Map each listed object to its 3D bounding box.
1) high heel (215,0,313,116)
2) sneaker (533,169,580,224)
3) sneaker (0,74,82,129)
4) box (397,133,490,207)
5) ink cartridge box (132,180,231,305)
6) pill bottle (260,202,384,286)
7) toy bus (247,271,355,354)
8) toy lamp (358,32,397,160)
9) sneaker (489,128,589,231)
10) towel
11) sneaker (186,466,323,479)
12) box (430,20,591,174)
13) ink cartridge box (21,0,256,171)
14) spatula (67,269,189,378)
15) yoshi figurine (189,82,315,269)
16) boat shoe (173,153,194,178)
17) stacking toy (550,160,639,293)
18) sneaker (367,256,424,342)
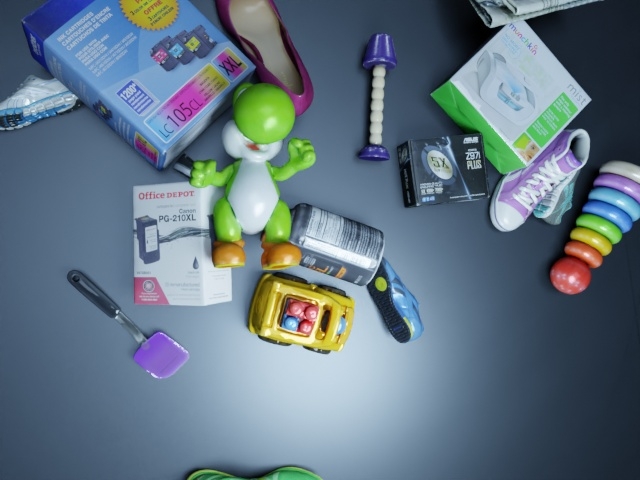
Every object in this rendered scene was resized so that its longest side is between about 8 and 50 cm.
[{"bbox_3d":[-0.112,-0.432,1.172,0.127,0.181,0.377,-28,95,-11],"label":"high heel"},{"bbox_3d":[0.578,-0.110,1.384,0.076,0.065,0.166,37,85,-25],"label":"sneaker"},{"bbox_3d":[-0.578,-0.279,1.134,0.191,0.071,0.082,-23,87,-20],"label":"sneaker"},{"bbox_3d":[0.278,-0.157,1.303,0.180,0.077,0.147,-6,89,-12],"label":"box"},{"bbox_3d":[-0.272,0.005,1.132,0.172,0.100,0.237,-2,89,24],"label":"ink cartridge box"},{"bbox_3d":[0.000,0.000,1.214,0.246,0.130,0.130,20,85,-10],"label":"pill bottle"},{"bbox_3d":[-0.022,0.154,1.165,0.220,0.211,0.149,16,84,-13],"label":"toy bus"},{"bbox_3d":[0.126,-0.317,1.277,0.080,0.080,0.274,5,90,-12],"label":"toy lamp"},{"bbox_3d":[0.503,-0.145,1.311,0.102,0.161,0.282,35,83,-11],"label":"sneaker"},{"bbox_3d":[0.443,-0.626,1.295,0.324,0.056,0.312,-19,66,-14],"label":"towel"},{"bbox_3d":[-0.132,0.533,1.176,0.296,0.123,0.109,4,88,-13],"label":"sneaker"},{"bbox_3d":[0.432,-0.328,1.318,0.231,0.127,0.262,-44,96,-8],"label":"box"},{"bbox_3d":[-0.365,-0.369,1.115,0.395,0.151,0.270,43,70,-6],"label":"ink cartridge box"},{"bbox_3d":[-0.400,0.168,1.174,0.296,0.030,0.084,45,83,-8],"label":"spatula"},{"bbox_3d":[-0.117,-0.131,1.052,0.203,0.204,0.362,-6,80,32],"label":"yoshi figurine"},{"bbox_3d":[-0.238,-0.134,1.208,0.142,0.049,0.040,29,83,-8],"label":"boat shoe"},{"bbox_3d":[0.658,-0.018,1.364,0.141,0.141,0.330,31,89,-10],"label":"stacking toy"},{"bbox_3d":[0.169,0.124,1.288,0.082,0.069,0.209,-20,83,-45],"label":"sneaker"}]
